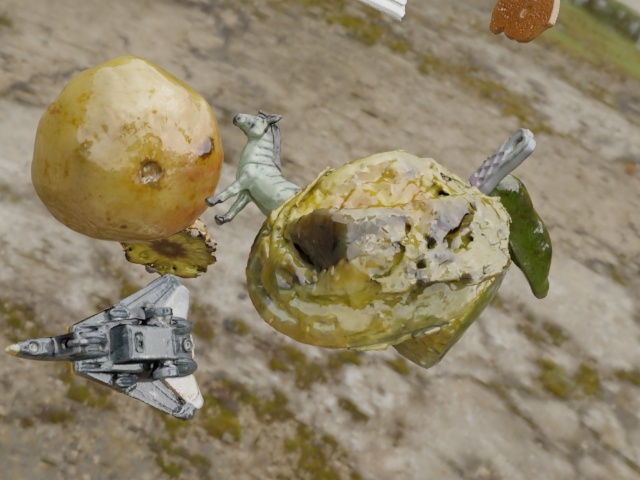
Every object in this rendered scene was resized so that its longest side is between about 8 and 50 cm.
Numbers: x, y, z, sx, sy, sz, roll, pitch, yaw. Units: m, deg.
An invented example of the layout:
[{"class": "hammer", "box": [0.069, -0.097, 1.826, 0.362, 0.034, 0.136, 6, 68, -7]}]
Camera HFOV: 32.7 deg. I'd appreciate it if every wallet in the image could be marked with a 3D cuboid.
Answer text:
[{"class": "wallet", "box": [0.050, -0.313, 1.330, 0.122, 0.025, 0.061, 20, 54, -26]}]

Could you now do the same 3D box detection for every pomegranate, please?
[{"class": "pomegranate", "box": [-0.338, -0.163, 1.888, 0.343, 0.342, 0.342, 21, 25, -11]}]

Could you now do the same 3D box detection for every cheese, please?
[{"class": "cheese", "box": [0.156, -0.030, 1.337, 0.082, 0.286, 0.163, 38, 20, -19]}]

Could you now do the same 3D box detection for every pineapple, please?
[{"class": "pineapple", "box": [-0.300, -0.003, 2.166, 0.225, 0.225, 0.076, 20, 54, -14]}]

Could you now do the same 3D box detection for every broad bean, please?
[{"class": "broad bean", "box": [0.305, -0.022, 1.671, 0.061, 0.077, 0.339, 5, -36, 38]}]

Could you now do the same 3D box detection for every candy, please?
[{"class": "candy", "box": [0.215, 0.095, 1.807, 0.118, 0.260, 0.260, 38, 27, 11]}]

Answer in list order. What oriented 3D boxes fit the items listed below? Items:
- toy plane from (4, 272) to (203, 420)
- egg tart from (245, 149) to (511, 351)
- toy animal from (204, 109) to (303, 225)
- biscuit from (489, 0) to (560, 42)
[{"class": "toy plane", "box": [-0.261, 0.133, 1.384, 0.316, 0.103, 0.204, 13, 65, -62]}, {"class": "egg tart", "box": [0.058, -0.009, 1.156, 0.297, 0.132, 0.297, -8, 42, 8]}, {"class": "toy animal", "box": [-0.067, -0.074, 1.555, 0.217, 0.073, 0.176, 40, 71, 10]}, {"class": "biscuit", "box": [0.331, -0.366, 1.760, 0.019, 0.102, 0.130, 29, -3, -40]}]
